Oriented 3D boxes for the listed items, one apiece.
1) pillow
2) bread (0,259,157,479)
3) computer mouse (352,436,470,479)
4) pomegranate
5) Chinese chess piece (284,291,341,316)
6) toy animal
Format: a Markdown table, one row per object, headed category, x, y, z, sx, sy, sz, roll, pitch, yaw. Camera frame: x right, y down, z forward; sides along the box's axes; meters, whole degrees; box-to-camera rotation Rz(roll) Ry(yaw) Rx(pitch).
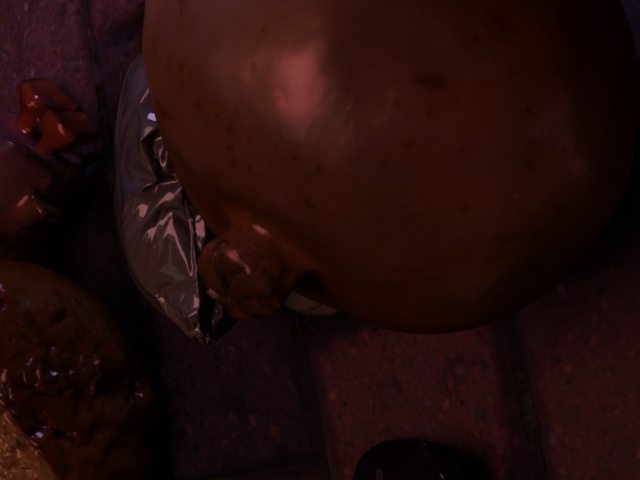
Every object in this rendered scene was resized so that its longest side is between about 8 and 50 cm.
| category | x | y | z | sx | sy | sz | roll | pitch | yaw |
| --- | --- | --- | --- | --- | --- | --- | --- | --- | --- |
| pillow | -0.127 | -0.054 | 1.626 | 0.310 | 0.138 | 0.283 | -129 | 40 | -72 |
| bread | -0.294 | 0.161 | 1.803 | 0.194 | 0.179 | 0.340 | -26 | 101 | 50 |
| computer mouse | 0.088 | 0.224 | 1.524 | 0.172 | 0.057 | 0.099 | -6 | 89 | 57 |
| pomegranate | 0.048 | -0.102 | 1.323 | 0.411 | 0.411 | 0.411 | 2 | 93 | 45 |
| Chinese chess piece | 0.000 | 0.000 | 1.601 | 0.144 | 0.058 | 0.144 | 2 | 93 | 47 |
| toy animal | -0.359 | -0.031 | 1.880 | 0.195 | 0.169 | 0.281 | 47 | 123 | 49 |
